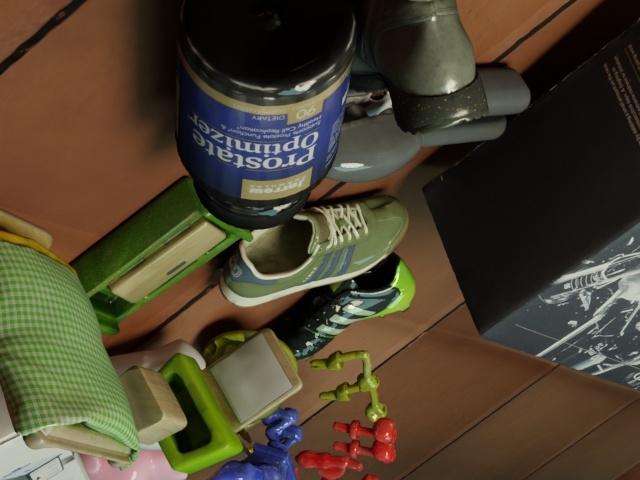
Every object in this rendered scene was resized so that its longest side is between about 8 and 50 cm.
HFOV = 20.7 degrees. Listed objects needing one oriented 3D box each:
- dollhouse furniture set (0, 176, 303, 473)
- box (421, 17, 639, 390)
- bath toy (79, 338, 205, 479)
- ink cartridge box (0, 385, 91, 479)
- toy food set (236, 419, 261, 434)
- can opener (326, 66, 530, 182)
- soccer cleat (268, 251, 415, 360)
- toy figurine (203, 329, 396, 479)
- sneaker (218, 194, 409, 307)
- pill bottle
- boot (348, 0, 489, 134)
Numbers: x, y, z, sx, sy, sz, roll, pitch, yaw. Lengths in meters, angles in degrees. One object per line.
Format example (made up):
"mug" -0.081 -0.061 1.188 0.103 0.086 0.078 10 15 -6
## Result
"dollhouse furniture set" -0.139 0.055 1.350 0.151 0.198 0.301 -34 159 10
"box" 0.334 -0.025 1.642 0.312 0.179 0.343 -38 143 29
"bath toy" -0.191 0.212 1.729 0.129 0.151 0.348 9 149 -5
"ink cartridge box" -0.261 0.134 1.434 0.082 0.140 0.191 -27 157 -8
"toy food set" -0.083 0.168 1.911 0.078 0.019 0.122 -29 150 -8
"can opener" 0.081 -0.090 1.472 0.283 0.095 0.076 -8 149 -45
"soccer cleat" 0.011 0.066 1.780 0.179 0.060 0.072 -26 133 -4
"toy figurine" -0.038 0.269 1.790 0.191 0.217 0.362 10 151 11
"sneaker" 0.000 0.000 1.595 0.192 0.064 0.086 -23 162 -15
"pill bottle" -0.043 -0.099 1.252 0.122 0.123 0.219 -25 157 -17
"boot" 0.051 -0.181 1.214 0.083 0.246 0.161 -17 111 -10
